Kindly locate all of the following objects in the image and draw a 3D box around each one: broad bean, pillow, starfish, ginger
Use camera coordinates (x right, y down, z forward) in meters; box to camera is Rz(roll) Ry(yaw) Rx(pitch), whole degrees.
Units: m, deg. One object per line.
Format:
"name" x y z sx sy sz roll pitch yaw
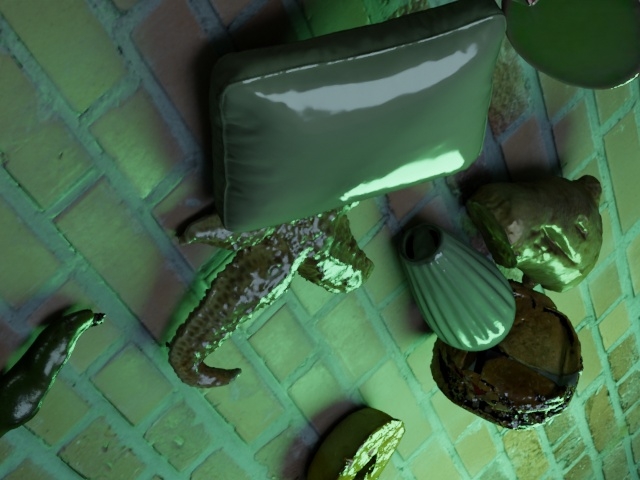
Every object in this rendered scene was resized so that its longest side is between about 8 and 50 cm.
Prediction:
"broad bean" -0.307 0.145 1.745 0.195 0.046 0.061 -49 148 -2
"pillow" 0.038 -0.134 1.737 0.322 0.120 0.255 -16 146 -13
"starfish" 0.000 0.000 1.954 0.432 0.082 0.324 -32 144 -31
"ginger" 0.307 -0.017 2.290 0.190 0.126 0.354 -55 151 16

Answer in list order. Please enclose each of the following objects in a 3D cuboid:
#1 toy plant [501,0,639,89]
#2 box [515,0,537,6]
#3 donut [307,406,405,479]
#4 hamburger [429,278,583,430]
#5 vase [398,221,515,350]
"toy plant" 0.337 -0.347 1.755 0.356 0.210 0.317 -53 174 -36
"box" 0.170 -0.420 1.512 0.214 0.069 0.353 -44 122 -8
"donut" 0.049 0.321 2.419 0.162 0.065 0.178 -4 128 -58
"hamburger" 0.276 0.167 2.388 0.231 0.231 0.107 -28 157 -31
"vase" 0.181 0.058 2.221 0.128 0.128 0.248 -46 142 -4
